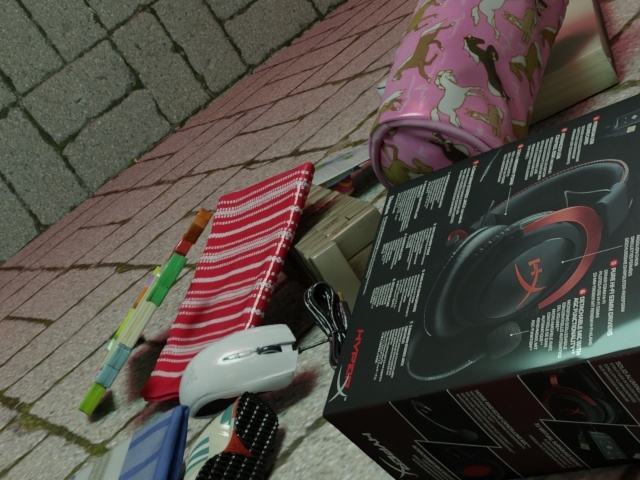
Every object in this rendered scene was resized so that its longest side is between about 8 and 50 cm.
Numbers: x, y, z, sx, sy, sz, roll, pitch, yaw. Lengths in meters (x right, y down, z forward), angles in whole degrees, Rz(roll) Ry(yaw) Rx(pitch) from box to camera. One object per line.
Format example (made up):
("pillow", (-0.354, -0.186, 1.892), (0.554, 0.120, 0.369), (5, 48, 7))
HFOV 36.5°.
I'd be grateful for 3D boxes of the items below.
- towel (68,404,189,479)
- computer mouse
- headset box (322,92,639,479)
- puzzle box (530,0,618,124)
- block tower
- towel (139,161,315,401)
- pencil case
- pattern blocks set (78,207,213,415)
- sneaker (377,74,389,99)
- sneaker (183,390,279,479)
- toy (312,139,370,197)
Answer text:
("towel", (-0.233, 0.274, 0.849), (0.285, 0.034, 0.209), (-36, 17, 11))
("computer mouse", (-0.057, 0.112, 0.908), (0.193, 0.042, 0.106), (-25, 54, 13))
("headset box", (0.166, 0.030, 0.631), (0.293, 0.110, 0.218), (-20, 37, 37))
("puzzle box", (0.268, -0.242, 1.354), (0.272, 0.052, 0.409), (-26, 19, 24))
("block tower", (0.000, 0.000, 1.117), (0.097, 0.091, 0.335), (-37, 18, -7))
("towel", (-0.103, 0.051, 1.064), (0.199, 0.031, 0.275), (-15, 51, 56))
("pencil case", (0.180, -0.207, 1.095), (0.160, 0.167, 0.386), (-1, 50, 30))
("pattern blocks set", (-0.219, 0.085, 1.199), (0.285, 0.026, 0.325), (-61, 8, -14))
("sneaker", (0.198, -0.332, 1.650), (0.258, 0.091, 0.094), (-32, 17, 6))
("sneaker", (-0.088, 0.201, 0.820), (0.075, 0.057, 0.161), (-44, 12, 31))
("toy", (0.020, -0.082, 1.363), (0.237, 0.056, 0.137), (-31, 13, -9))
